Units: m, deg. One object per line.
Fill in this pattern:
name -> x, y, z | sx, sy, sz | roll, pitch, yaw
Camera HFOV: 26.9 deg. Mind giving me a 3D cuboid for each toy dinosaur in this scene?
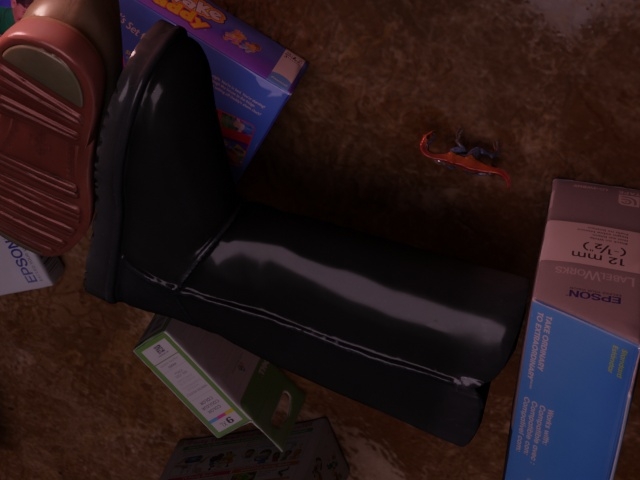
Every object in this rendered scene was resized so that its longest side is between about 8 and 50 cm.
toy dinosaur -> 0.148, -0.090, 1.399 | 0.082, 0.090, 0.047 | 2, 111, -22

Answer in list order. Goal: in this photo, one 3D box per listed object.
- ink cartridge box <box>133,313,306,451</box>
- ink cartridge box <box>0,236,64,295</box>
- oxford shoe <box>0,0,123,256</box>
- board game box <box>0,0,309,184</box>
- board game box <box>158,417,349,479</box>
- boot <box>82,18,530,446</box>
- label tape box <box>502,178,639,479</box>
ink cartridge box -> -0.119, 0.161, 1.611 | 0.062, 0.109, 0.209 | -33, 108, 31
ink cartridge box -> -0.456, -0.026, 1.630 | 0.224, 0.045, 0.223 | -11, 118, 23
oxford shoe -> -0.264, -0.117, 1.372 | 0.140, 0.146, 0.397 | 28, 145, -5
board game box -> -0.219, -0.180, 1.441 | 0.347, 0.078, 0.233 | 32, 125, -4
board game box -> -0.111, 0.356, 1.614 | 0.224, 0.303, 0.097 | -12, 118, 24
boot -> 0.000, 0.001, 1.348 | 0.445, 0.146, 0.367 | 23, 139, 6
label tape box -> 0.251, 0.131, 1.335 | 0.115, 0.348, 0.249 | 11, 124, 11
